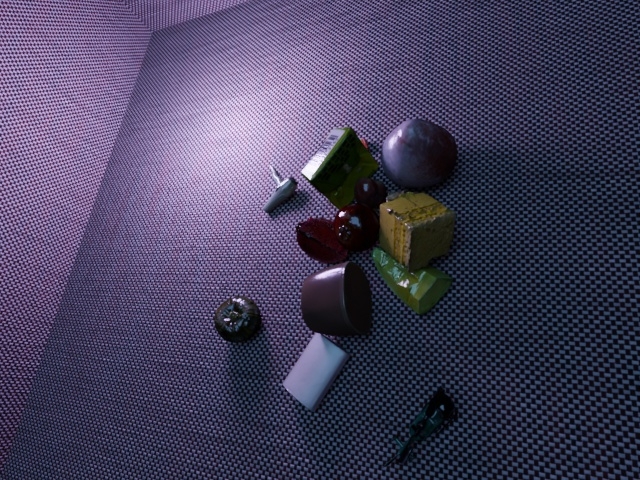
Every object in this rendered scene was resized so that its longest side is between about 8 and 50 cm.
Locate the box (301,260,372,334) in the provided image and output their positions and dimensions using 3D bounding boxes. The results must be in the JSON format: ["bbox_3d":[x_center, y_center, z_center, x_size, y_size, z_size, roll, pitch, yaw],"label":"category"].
[{"bbox_3d":[0.065,0.252,1.670,0.216,0.301,0.301,-15,63,26],"label":"box"}]

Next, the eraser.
[{"bbox_3d":[-0.018,0.535,1.690,0.174,0.095,0.270,30,85,32],"label":"eraser"}]

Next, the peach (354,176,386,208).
[{"bbox_3d":[0.225,-0.212,1.864,0.152,0.152,0.152,-10,66,22],"label":"peach"}]

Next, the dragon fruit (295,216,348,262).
[{"bbox_3d":[0.000,0.000,1.869,0.261,0.163,0.189,30,112,-4],"label":"dragon fruit"}]

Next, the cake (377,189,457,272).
[{"bbox_3d":[0.357,-0.056,1.638,0.222,0.227,0.286,-18,38,-22],"label":"cake"}]

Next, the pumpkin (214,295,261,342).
[{"bbox_3d":[-0.388,0.365,1.901,0.223,0.157,0.224,-6,62,11],"label":"pumpkin"}]

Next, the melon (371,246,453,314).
[{"bbox_3d":[0.351,0.135,1.666,0.196,0.124,0.323,-47,54,-5],"label":"melon"}]

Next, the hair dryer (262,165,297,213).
[{"bbox_3d":[-0.252,-0.262,2.161,0.267,0.092,0.229,35,93,46],"label":"hair dryer"}]

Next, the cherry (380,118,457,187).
[{"bbox_3d":[0.401,-0.373,1.750,0.326,0.335,0.291,-6,82,48],"label":"cherry"}]

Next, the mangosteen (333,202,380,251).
[{"bbox_3d":[0.179,-0.065,1.784,0.215,0.257,0.215,17,117,38],"label":"mangosteen"}]

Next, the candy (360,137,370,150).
[{"bbox_3d":[0.179,-0.454,2.041,0.122,0.038,0.062,-24,61,15],"label":"candy"}]

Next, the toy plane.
[{"bbox_3d":[0.353,0.659,1.433,0.106,0.155,0.382,45,109,32],"label":"toy plane"}]

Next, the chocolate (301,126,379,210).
[{"bbox_3d":[0.089,-0.333,1.897,0.301,0.289,0.137,-52,46,-1],"label":"chocolate"}]
